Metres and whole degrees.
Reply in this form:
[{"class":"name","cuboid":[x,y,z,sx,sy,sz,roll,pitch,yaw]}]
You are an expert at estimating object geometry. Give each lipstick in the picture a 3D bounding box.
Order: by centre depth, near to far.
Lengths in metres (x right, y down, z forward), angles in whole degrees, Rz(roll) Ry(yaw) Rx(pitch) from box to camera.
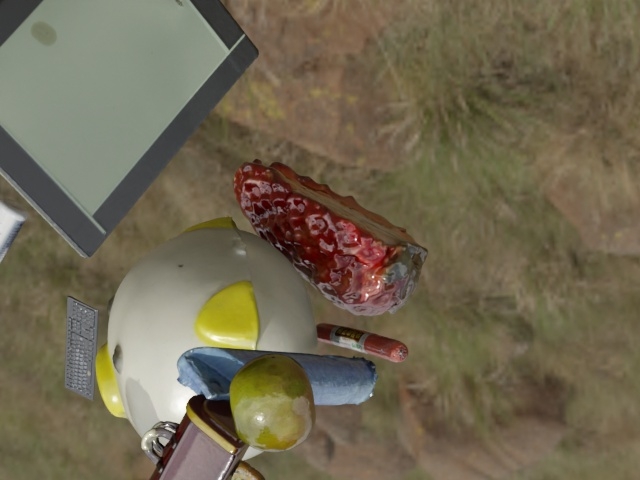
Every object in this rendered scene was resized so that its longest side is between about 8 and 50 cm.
[{"class":"lipstick","cuboid":[-0.394,0.016,1.382,0.040,0.040,0.141,24,105,-38]}]

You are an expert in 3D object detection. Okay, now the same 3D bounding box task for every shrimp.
[{"class":"shrimp","cuboid":[-0.110,0.310,1.324,0.091,0.127,0.025,34,167,-18]}]

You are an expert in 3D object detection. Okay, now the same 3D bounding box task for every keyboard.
[{"class":"keyboard","cuboid":[-0.395,0.179,1.925,0.064,0.010,0.198,24,127,19]}]

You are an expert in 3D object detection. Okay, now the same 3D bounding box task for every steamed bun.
[{"class":"steamed bun","cuboid":[-0.157,0.149,1.704,0.334,0.374,0.333,-7,119,-12]}]

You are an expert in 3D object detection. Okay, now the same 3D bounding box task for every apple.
[{"class":"apple","cuboid":[-0.043,0.147,1.063,0.074,0.089,0.089,-9,153,-3]}]

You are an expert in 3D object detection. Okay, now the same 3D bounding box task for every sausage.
[{"class":"sausage","cuboid":[0.054,0.146,1.691,0.034,0.034,0.253,17,174,-30]}]

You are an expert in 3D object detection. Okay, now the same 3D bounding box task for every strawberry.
[{"class":"strawberry","cuboid":[0.000,0.000,1.849,0.336,0.149,0.265,31,-168,11]}]

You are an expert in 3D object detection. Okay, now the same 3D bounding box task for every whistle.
[{"class":"whistle","cuboid":[-0.039,0.149,1.265,0.062,0.062,0.304,-17,164,30]}]

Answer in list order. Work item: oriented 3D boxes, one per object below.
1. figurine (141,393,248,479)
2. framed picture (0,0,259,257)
[{"class":"figurine","cuboid":[-0.136,0.224,1.156,0.098,0.082,0.154,31,107,3]},{"class":"framed picture","cuboid":[-0.238,-0.191,1.290,0.016,0.347,0.265,0,138,51]}]
